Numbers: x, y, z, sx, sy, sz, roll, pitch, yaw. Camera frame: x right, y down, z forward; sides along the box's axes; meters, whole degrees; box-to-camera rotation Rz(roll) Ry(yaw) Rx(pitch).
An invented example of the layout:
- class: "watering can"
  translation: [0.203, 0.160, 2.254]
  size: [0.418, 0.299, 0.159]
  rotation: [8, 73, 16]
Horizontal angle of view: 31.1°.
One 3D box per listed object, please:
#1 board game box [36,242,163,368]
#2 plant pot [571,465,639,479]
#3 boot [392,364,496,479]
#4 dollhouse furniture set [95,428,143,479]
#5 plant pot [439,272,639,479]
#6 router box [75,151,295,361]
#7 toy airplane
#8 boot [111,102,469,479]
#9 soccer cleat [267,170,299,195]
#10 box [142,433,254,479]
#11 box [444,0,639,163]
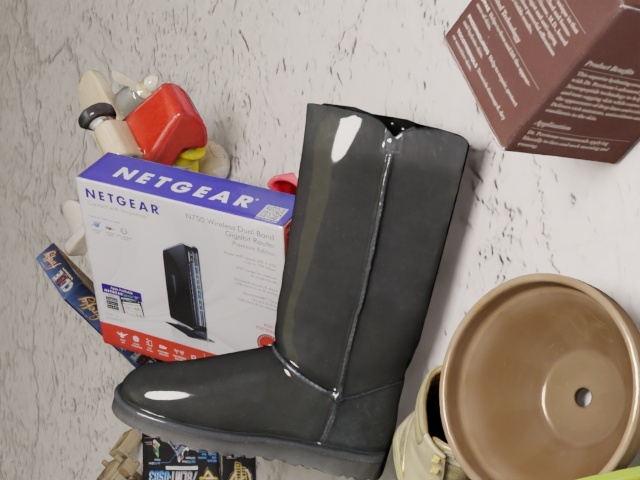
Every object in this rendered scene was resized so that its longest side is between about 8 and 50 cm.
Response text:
- class: "board game box"
  translation: [-0.368, 0.124, 1.943]
  size: [0.042, 0.243, 0.165]
  rotation: [-42, 37, -6]
- class: "plant pot"
  translation: [0.308, 0.348, 1.013]
  size: [0.228, 0.227, 0.207]
  rotation: [45, 129, 49]
- class: "boot"
  translation: [0.152, 0.292, 1.310]
  size: [0.203, 0.095, 0.261]
  rotation: [102, 161, -59]
- class: "dollhouse furniture set"
  translation: [-0.335, 0.432, 2.104]
  size: [0.161, 0.101, 0.182]
  rotation: [-31, 18, 46]
- class: "plant pot"
  translation: [0.249, 0.158, 1.192]
  size: [0.237, 0.110, 0.237]
  rotation: [-13, 71, 42]
- class: "router box"
  translation: [-0.174, 0.050, 1.653]
  size: [0.336, 0.082, 0.301]
  rotation: [13, 127, 23]
- class: "toy airplane"
  translation: [-0.277, -0.087, 1.908]
  size: [0.384, 0.272, 0.386]
  rotation: [17, 119, 53]
- class: "boot"
  translation: [-0.036, 0.044, 1.422]
  size: [0.146, 0.367, 0.445]
  rotation: [-111, 34, -74]
- class: "soccer cleat"
  translation: [0.000, 0.000, 1.622]
  size: [0.083, 0.095, 0.248]
  rotation: [-56, 44, 38]
- class: "box"
  translation: [-0.213, 0.299, 1.943]
  size: [0.295, 0.073, 0.293]
  rotation: [-17, 74, 55]
- class: "box"
  translation: [0.267, -0.208, 1.164]
  size: [0.203, 0.169, 0.167]
  rotation: [-53, 45, 40]
